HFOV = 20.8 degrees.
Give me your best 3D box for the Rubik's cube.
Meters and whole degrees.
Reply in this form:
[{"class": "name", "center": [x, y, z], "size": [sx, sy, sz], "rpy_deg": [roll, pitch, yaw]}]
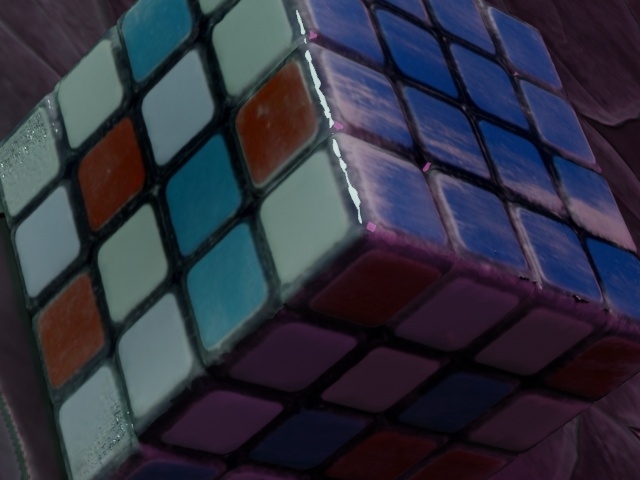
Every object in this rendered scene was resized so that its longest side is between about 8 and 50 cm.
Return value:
[{"class": "Rubik's cube", "center": [0.001, 0.000, 0.999], "size": [0.259, 0.253, 0.256], "rpy_deg": [20, 41, -42]}]
